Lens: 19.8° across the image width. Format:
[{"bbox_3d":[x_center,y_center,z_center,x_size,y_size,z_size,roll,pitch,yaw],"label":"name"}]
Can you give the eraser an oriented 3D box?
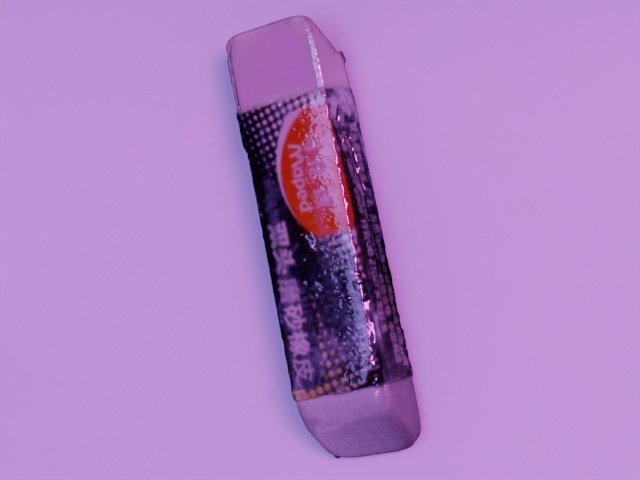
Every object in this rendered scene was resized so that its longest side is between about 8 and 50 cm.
[{"bbox_3d":[0.000,0.000,0.411,0.027,0.019,0.099,-13,86,30],"label":"eraser"}]
